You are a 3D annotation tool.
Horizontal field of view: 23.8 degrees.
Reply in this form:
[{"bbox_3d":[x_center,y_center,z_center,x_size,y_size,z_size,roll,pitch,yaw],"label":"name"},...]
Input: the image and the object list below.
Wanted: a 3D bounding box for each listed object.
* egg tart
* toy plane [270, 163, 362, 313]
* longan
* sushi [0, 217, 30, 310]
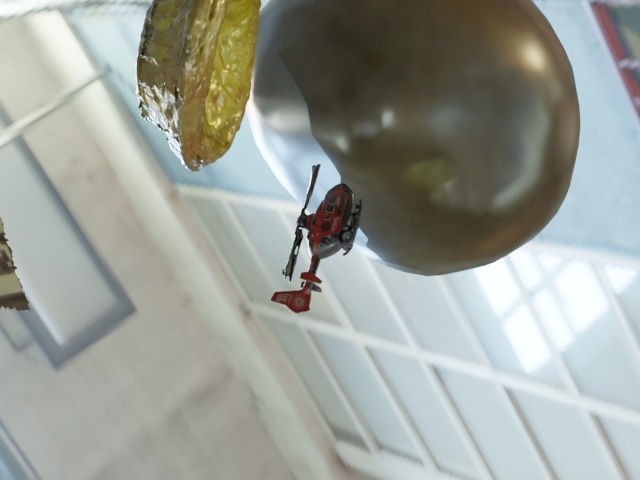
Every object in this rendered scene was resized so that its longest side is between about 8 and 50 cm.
[{"bbox_3d":[-0.100,-0.147,1.225,0.074,0.191,0.191,10,-147,9],"label":"egg tart"},{"bbox_3d":[0.000,0.000,1.403,0.037,0.060,0.145,95,13,-74],"label":"toy plane"},{"bbox_3d":[0.101,-0.148,1.655,0.336,0.404,0.404,-36,-160,19],"label":"longan"},{"bbox_3d":[-0.224,-0.102,0.693,0.043,0.279,0.193,-33,155,27],"label":"sushi"}]
